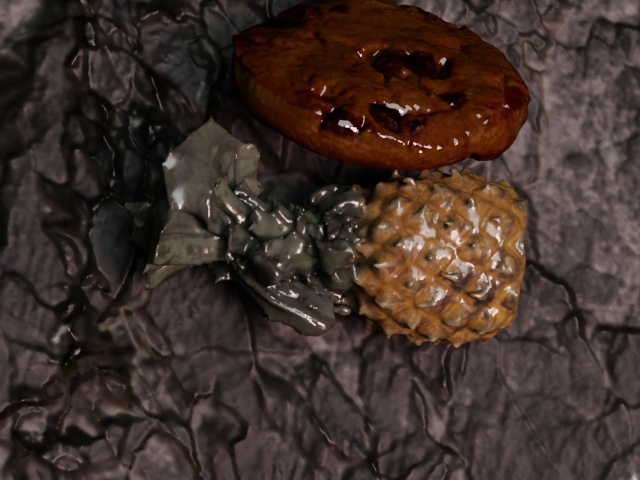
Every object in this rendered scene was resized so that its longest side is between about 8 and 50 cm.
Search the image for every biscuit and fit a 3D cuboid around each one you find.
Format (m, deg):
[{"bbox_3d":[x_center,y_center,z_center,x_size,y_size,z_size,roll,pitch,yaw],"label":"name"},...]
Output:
[{"bbox_3d":[0.038,-0.101,1.219,0.192,0.049,0.192,11,27,-6],"label":"biscuit"}]

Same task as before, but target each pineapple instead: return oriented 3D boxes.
[{"bbox_3d":[0.000,0.000,1.191,0.237,0.111,0.119,6,33,-13],"label":"pineapple"}]
